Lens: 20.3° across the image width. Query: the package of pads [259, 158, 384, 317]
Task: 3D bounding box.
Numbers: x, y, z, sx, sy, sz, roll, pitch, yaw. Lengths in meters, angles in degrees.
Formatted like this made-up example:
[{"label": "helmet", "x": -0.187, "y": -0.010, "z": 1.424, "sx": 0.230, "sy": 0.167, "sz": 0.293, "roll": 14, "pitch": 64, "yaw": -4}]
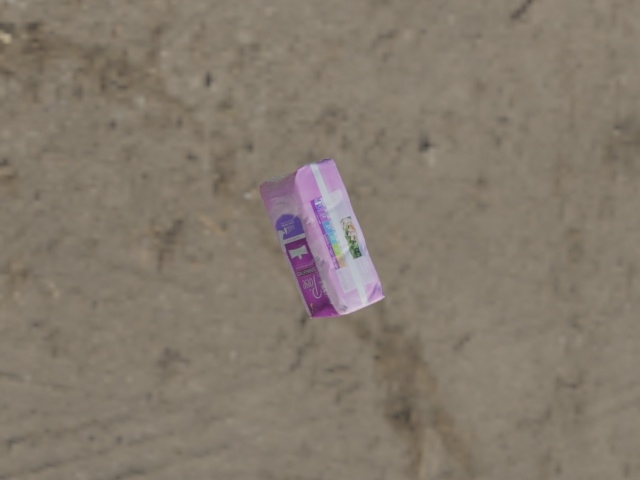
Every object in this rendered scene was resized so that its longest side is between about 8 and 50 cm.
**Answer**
[{"label": "package of pads", "x": 0.000, "y": 0.000, "z": 0.962, "sx": 0.032, "sy": 0.050, "sz": 0.083, "roll": -22, "pitch": 92, "yaw": -25}]
